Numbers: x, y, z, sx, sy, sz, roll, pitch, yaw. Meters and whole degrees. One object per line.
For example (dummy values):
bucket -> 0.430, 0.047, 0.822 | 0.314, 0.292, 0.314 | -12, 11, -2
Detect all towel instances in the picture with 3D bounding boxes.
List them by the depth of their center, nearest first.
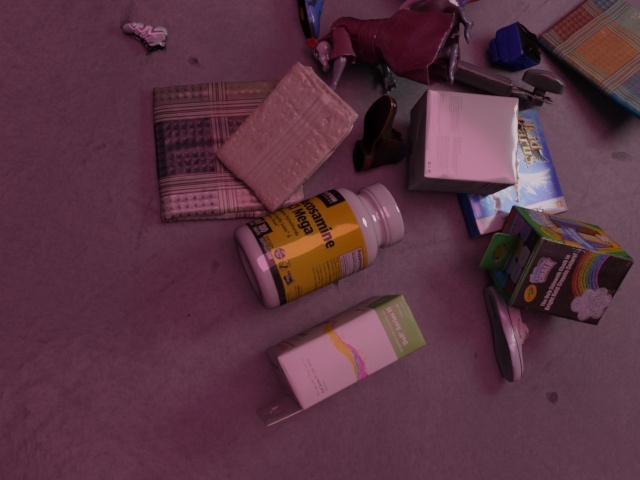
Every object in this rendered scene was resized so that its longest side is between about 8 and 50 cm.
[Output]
towel -> -0.071, -0.221, 1.308 | 0.187, 0.049, 0.282 | 45, 99, 2
towel -> -0.203, -0.202, 1.376 | 0.324, 0.056, 0.312 | -5, 81, -10
towel -> 0.773, -0.468, 1.542 | 0.271, 0.040, 0.370 | -39, 71, -14

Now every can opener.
can opener -> 0.447, -0.392, 1.496 | 0.280, 0.074, 0.093 | 15, 112, -1

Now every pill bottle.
pill bottle -> 0.000, 0.000, 1.312 | 0.334, 0.188, 0.188 | -23, 88, -14

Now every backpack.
backpack -> 0.483, -0.474, 1.518 | 0.120, 0.101, 0.098 | 0, 84, -44

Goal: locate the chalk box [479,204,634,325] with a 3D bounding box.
chalk box -> 0.498, 0.046, 1.381 | 0.289, 0.179, 0.180 | 14, 114, -9

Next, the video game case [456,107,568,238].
video game case -> 0.443, -0.165, 1.487 | 0.244, 0.061, 0.269 | -15, 86, -14

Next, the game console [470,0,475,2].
game console -> 0.329, -0.665, 1.554 | 0.144, 0.085, 0.124 | -18, 55, -13

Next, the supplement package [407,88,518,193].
supplement package -> 0.312, -0.211, 1.363 | 0.203, 0.149, 0.194 | 4, 84, -5

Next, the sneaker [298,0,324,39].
sneaker -> -0.013, -0.575, 1.446 | 0.082, 0.069, 0.209 | -8, 84, -16

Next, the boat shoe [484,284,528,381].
boat shoe -> 0.448, 0.211, 1.426 | 0.076, 0.083, 0.226 | -9, 84, -11

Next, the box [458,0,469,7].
box -> 0.268, -0.687, 1.475 | 0.293, 0.057, 0.201 | 42, 72, 12

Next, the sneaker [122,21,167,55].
sneaker -> -0.392, -0.446, 1.368 | 0.098, 0.038, 0.069 | 2, 81, -11

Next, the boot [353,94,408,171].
boot -> 0.152, -0.241, 1.372 | 0.106, 0.219, 0.082 | -7, 61, -21

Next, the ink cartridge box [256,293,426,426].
ink cartridge box -> 0.012, 0.238, 1.272 | 0.353, 0.207, 0.119 | -25, 89, -14

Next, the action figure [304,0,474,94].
action figure -> 0.126, -0.441, 1.340 | 0.370, 0.248, 0.276 | 12, 117, 24
